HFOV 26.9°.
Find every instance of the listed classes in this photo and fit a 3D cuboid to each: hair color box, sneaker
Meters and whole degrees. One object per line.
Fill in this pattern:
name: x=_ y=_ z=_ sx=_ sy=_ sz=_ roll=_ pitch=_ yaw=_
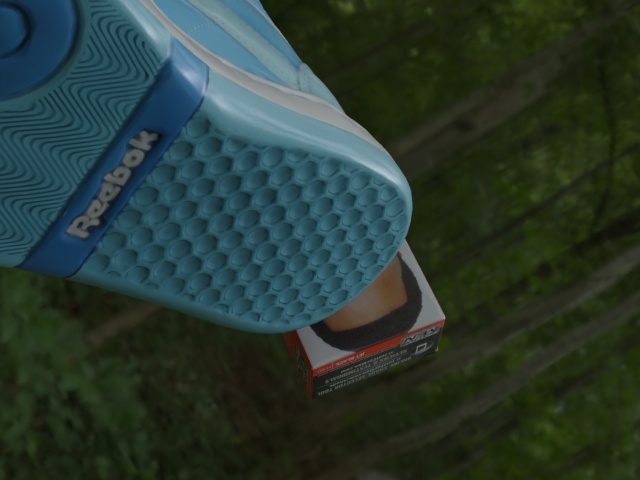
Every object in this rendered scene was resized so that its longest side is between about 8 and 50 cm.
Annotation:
hair color box: x=0.000 y=0.000 z=0.664 sx=0.043 sy=0.072 sz=0.141 roll=94 pitch=-27 yaw=-62
sneaker: x=-0.116 y=-0.087 z=0.531 sx=0.319 sy=0.127 sz=0.208 roll=31 pitch=19 yaw=-48
